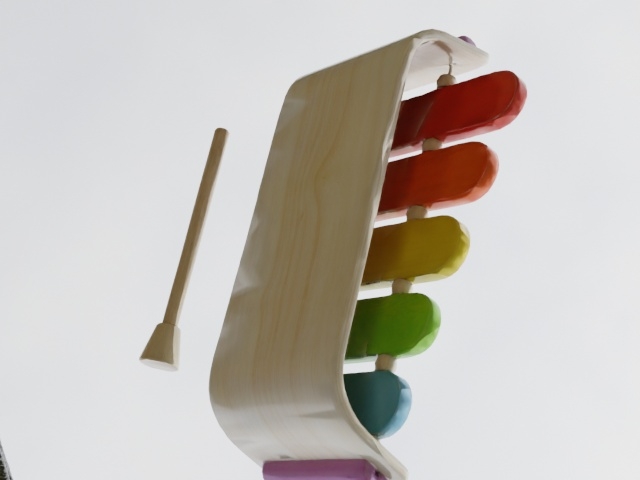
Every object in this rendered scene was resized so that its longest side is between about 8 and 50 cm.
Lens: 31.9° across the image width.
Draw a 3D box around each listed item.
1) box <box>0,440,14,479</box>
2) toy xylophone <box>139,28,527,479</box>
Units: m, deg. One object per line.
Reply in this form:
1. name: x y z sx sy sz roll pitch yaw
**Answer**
1. box: -0.213 0.148 0.506 0.147 0.077 0.180 -1 -172 -22
2. toy xylophone: 0.000 0.000 0.738 0.236 0.081 0.322 -2 -116 50
